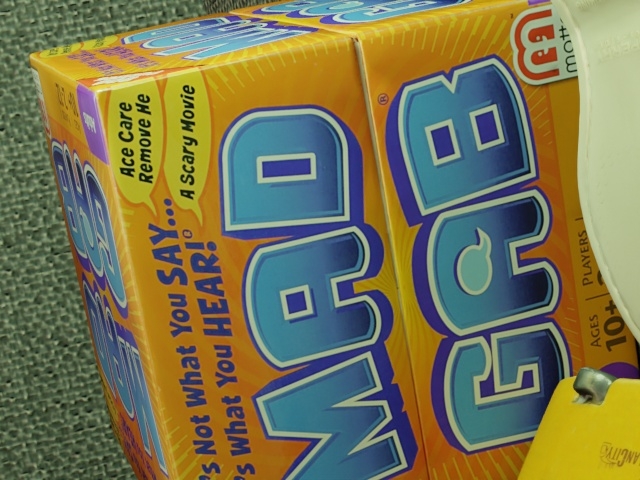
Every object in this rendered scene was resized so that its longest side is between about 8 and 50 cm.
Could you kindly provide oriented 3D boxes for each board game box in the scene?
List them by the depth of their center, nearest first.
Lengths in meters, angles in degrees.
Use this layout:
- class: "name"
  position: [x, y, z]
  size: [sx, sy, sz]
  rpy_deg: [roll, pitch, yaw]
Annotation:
- class: "board game box"
  position: [0.000, 0.000, 1.160]
  size: [0.356, 0.356, 0.356]
  rpy_deg: [-149, 47, -69]

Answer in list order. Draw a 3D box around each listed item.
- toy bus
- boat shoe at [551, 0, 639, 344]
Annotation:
- class: "toy bus"
  position: [0.219, 0.152, 0.880]
  size: [0.108, 0.130, 0.332]
  rpy_deg: [-65, 11, -9]
- class: "boat shoe"
  position: [0.204, -0.087, 0.835]
  size: [0.116, 0.097, 0.324]
  rpy_deg: [-6, 100, 60]
